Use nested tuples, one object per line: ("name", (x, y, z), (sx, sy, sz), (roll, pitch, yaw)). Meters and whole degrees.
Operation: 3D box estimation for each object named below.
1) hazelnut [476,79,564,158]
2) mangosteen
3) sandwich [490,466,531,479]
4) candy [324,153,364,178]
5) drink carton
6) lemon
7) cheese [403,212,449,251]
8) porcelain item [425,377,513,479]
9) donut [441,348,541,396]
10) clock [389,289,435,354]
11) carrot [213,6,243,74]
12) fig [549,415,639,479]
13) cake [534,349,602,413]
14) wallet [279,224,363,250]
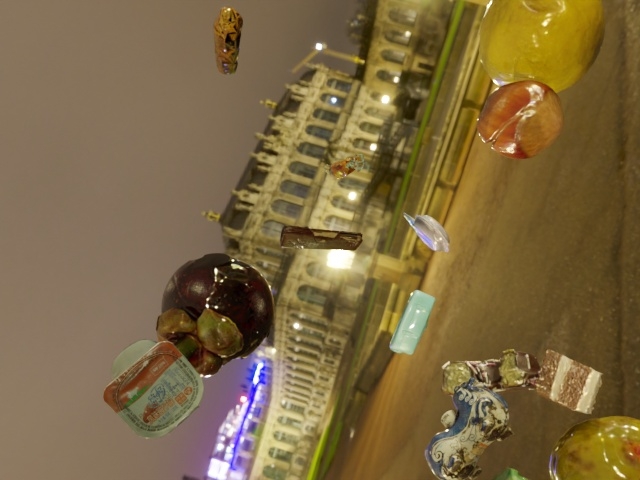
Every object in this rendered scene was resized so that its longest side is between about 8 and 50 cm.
("hazelnut", (0.436, -0.270, 1.226), (0.182, 0.182, 0.182), (17, -90, -85))
("mangosteen", (-0.343, 0.228, 1.815), (0.421, 0.381, 0.380), (-29, -44, -71))
("sandwich", (0.386, 0.691, 1.277), (0.250, 0.162, 0.301), (-57, 13, 25))
("candy", (0.066, -0.211, 1.651), (0.046, 0.053, 0.182), (-49, 20, -28))
("drink carton", (-0.405, 0.337, 1.334), (0.185, 0.191, 0.190), (-44, 24, -22))
("lemon", (0.518, -0.489, 1.333), (0.297, 0.297, 0.297), (17, -90, -85))
("cheese", (0.307, -0.025, 1.620), (0.052, 0.135, 0.245), (-38, 12, -3))
("porcelain item", (0.399, 0.533, 1.588), (0.288, 0.138, 0.186), (-56, 35, 8))
("donut", (0.614, 0.468, 1.965), (0.259, 0.345, 0.136), (15, -118, -48))
("clock", (0.330, 0.306, 2.043), (0.274, 0.094, 0.223), (71, -137, -74))
("carrot", (-0.217, -0.459, 1.320), (0.228, 0.069, 0.068), (129, 160, -74))
("fig", (0.755, 0.630, 1.436), (0.343, 0.344, 0.343), (17, -90, -85))
("cake", (0.664, 0.379, 1.508), (0.135, 0.147, 0.134), (34, -107, -57))
("wallet", (0.000, 0.000, 1.627), (0.122, 0.232, 0.031), (114, 160, -66))
